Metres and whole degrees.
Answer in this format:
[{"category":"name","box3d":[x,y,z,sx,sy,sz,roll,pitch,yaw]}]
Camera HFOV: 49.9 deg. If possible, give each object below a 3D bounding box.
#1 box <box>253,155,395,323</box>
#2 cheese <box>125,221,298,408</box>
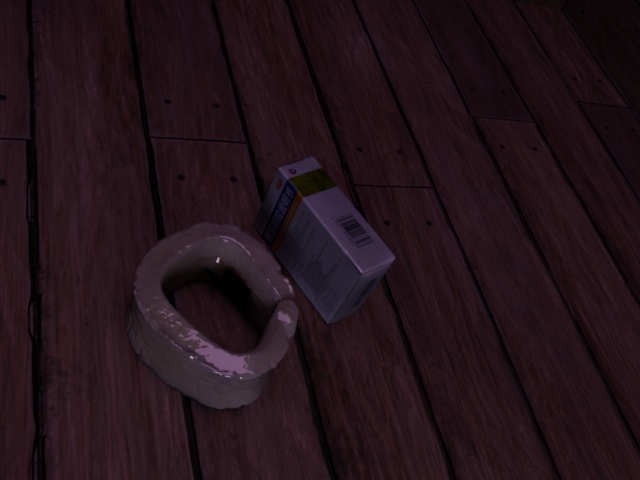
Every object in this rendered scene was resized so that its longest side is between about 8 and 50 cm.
[{"category":"box","box3d":[0.000,0.000,1.474,0.106,0.200,0.299,-21,64,-36]},{"category":"cheese","box3d":[-0.194,0.139,1.309,0.332,0.153,0.292,46,50,13]}]
